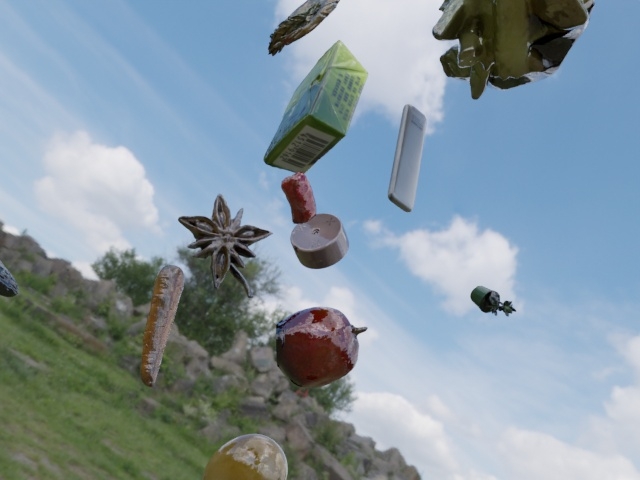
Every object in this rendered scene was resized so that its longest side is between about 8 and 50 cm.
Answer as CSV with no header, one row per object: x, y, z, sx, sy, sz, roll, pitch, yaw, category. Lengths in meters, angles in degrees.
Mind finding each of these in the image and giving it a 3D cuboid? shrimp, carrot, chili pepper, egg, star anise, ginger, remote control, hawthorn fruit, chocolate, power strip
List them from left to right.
-0.245,0.126,0.834,0.047,0.191,0.047,6,-29,3,carrot
-0.319,0.014,1.843,0.349,0.292,0.109,34,-20,-5,star anise
-0.265,0.811,1.908,0.322,0.250,0.250,-30,-54,21,egg
-0.052,-0.105,1.342,0.073,0.070,0.123,-18,-61,3,chili pepper
-0.045,-0.519,1.335,0.236,0.133,0.053,-28,-41,25,shrimp
-0.010,-0.363,1.576,0.137,0.289,0.300,29,-30,-19,chocolate
0.000,0.259,1.388,0.215,0.249,0.215,63,3,-5,hawthorn fruit
0.000,0.000,1.491,0.154,0.154,0.078,12,-39,35,power strip
0.180,-0.175,1.147,0.067,0.261,0.029,32,-35,-28,remote control
0.296,-0.457,0.999,0.211,0.359,0.413,0,-2,-20,ginger

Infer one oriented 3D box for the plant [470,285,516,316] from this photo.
0.352,0.130,1.123,0.051,0.051,0.102,43,-2,-29,plant

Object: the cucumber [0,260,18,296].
-0.806,0.015,1.247,0.072,0.081,0.303,-35,-82,21,cucumber
